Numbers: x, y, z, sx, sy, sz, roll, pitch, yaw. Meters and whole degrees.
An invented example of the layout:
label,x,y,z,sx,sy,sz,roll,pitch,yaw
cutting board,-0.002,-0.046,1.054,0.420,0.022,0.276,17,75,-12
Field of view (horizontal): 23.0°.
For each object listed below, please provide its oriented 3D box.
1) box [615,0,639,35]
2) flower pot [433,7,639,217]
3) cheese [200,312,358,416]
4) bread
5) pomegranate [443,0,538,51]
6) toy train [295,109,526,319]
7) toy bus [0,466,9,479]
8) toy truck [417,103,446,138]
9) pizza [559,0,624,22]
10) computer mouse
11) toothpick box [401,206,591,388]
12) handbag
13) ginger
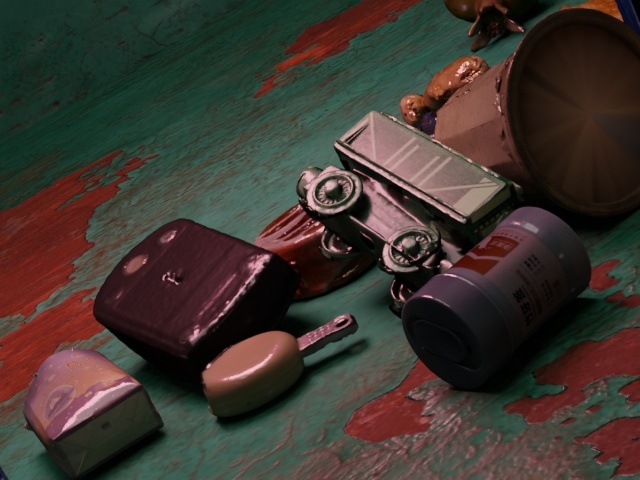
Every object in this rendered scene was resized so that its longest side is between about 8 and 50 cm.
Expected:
label,x,y,z,sx,sy,sz,roll,pitch,yaw
box,0.464,-0.335,1.767,0.279,0.261,0.116,-26,16,4
flower pot,0.225,-0.121,1.639,0.212,0.212,0.202,-37,14,-26
cheese,-0.044,0.119,1.591,0.171,0.048,0.092,-34,22,-17
bread,0.000,0.000,1.810,0.160,0.073,0.160,-24,19,9
pomegranate,0.263,-0.370,2.381,0.152,0.131,0.191,-17,43,12
toy train,0.090,-0.023,1.612,0.154,0.115,0.269,-36,41,-19
toy bus,-0.399,0.294,1.478,0.234,0.134,0.116,-24,19,8
toy truck,0.209,-0.130,1.886,0.201,0.074,0.088,-13,32,35
pizza,0.396,-0.305,2.141,0.181,0.034,0.262,-30,19,-8
computer mouse,-0.136,0.073,1.749,0.170,0.100,0.269,-50,34,-13
toothpick box,0.158,0.050,1.412,0.153,0.101,0.101,-39,22,-31
handbag,-0.251,0.176,1.658,0.117,0.095,0.173,-30,21,-18
ginger,0.177,-0.196,2.004,0.133,0.059,0.214,-20,-7,-23
